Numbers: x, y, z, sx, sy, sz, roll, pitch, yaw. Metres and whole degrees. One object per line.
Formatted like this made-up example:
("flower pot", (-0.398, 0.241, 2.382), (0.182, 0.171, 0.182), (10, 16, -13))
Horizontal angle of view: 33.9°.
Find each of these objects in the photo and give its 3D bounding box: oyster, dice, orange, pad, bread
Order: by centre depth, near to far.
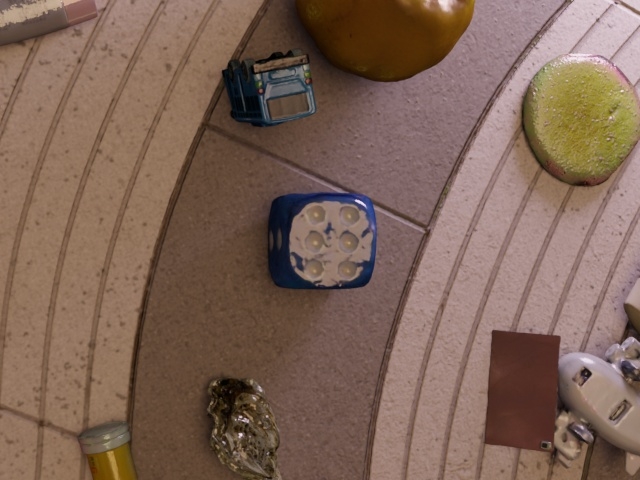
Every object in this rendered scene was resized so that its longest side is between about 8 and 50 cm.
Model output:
("orange", (0.100, -0.374, 1.556), (0.279, 0.235, 0.279), (-2, 95, -23))
("dice", (0.000, 0.000, 1.569), (0.146, 0.146, 0.143), (0, 92, -13))
("oyster", (-0.115, 0.290, 1.575), (0.125, 0.064, 0.177), (-6, 80, -31))
("pad", (0.325, 0.242, 1.697), (0.113, 0.006, 0.187), (4, 88, 22))
("bread", (0.445, -0.205, 1.761), (0.228, 0.033, 0.228), (1, 88, -18))

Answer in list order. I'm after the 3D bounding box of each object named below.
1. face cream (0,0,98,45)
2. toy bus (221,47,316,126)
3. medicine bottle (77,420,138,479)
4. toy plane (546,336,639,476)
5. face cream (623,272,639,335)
("face cream", (-0.422, -0.328, 1.491), (0.198, 0.057, 0.084), (-21, 95, -18))
("toy bus", (-0.077, -0.219, 1.530), (0.090, 0.185, 0.106), (-16, 101, -16))
("medicine bottle", (-0.287, 0.374, 1.513), (0.074, 0.074, 0.218), (-15, 95, -16))
("toy plane", (0.474, 0.275, 1.724), (0.245, 0.117, 0.244), (-1, 94, -8))
("face cream", (0.644, 0.036, 1.791), (0.173, 0.081, 0.348), (34, 80, -13))
